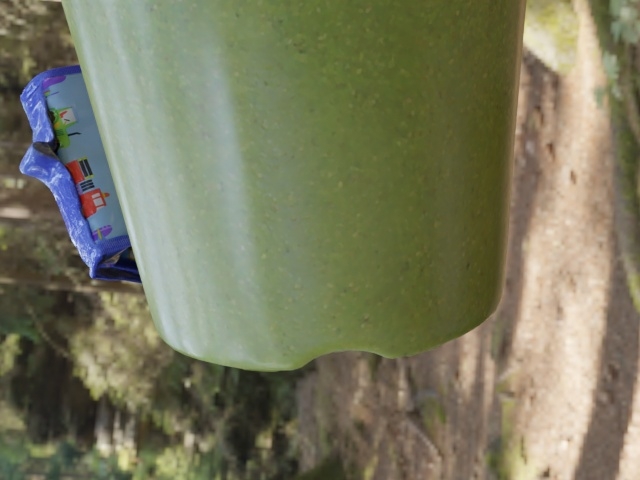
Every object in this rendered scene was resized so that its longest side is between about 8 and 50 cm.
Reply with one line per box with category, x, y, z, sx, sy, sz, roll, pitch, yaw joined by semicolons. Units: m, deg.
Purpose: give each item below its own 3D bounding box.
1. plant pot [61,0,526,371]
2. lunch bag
plant pot;-0.006;-0.084;0.577;0.276;0.276;0.253;-95;-1;-75
lunch bag;-0.116;-0.061;1.041;0.138;0.293;0.221;-56;45;36
